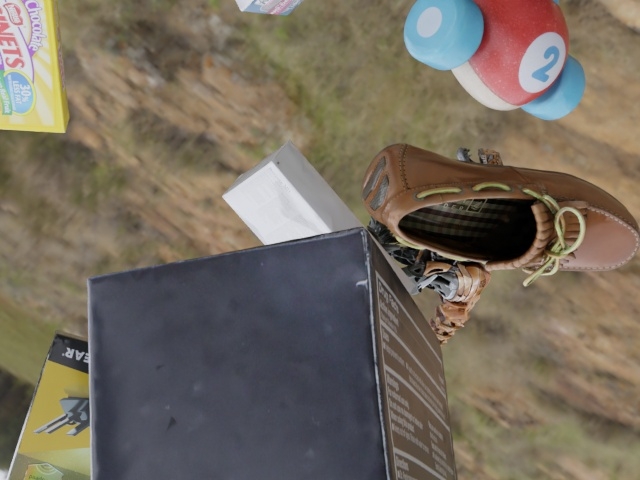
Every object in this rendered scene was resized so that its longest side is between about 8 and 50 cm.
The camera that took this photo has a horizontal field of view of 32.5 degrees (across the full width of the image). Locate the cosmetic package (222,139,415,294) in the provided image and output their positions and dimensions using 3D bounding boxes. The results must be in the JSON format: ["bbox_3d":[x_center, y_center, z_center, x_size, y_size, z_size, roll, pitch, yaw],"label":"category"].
[{"bbox_3d":[0.000,0.000,1.333,0.099,0.060,0.239,-30,106,41],"label":"cosmetic package"}]

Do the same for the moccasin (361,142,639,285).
[{"bbox_3d":[0.236,-0.020,1.322,0.380,0.139,0.147,16,-148,-30],"label":"moccasin"}]

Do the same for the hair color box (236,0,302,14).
[{"bbox_3d":[-0.096,-0.498,1.489,0.105,0.174,0.347,-9,-112,-53],"label":"hair color box"}]

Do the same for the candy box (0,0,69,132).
[{"bbox_3d":[-0.277,-0.180,0.939,0.105,0.027,0.206,2,135,-5],"label":"candy box"}]

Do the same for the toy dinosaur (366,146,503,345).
[{"bbox_3d":[0.165,0.028,1.520,0.218,0.321,0.164,9,-178,0],"label":"toy dinosaur"}]

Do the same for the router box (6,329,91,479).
[{"bbox_3d":[-0.247,0.280,1.481,0.309,0.242,0.081,17,176,-12],"label":"router box"}]

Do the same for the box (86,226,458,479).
[{"bbox_3d":[-0.010,0.183,0.701,0.183,0.294,0.296,-9,160,12],"label":"box"}]

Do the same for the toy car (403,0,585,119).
[{"bbox_3d":[0.224,-0.261,1.053,0.219,0.210,0.238,15,146,-43],"label":"toy car"}]
